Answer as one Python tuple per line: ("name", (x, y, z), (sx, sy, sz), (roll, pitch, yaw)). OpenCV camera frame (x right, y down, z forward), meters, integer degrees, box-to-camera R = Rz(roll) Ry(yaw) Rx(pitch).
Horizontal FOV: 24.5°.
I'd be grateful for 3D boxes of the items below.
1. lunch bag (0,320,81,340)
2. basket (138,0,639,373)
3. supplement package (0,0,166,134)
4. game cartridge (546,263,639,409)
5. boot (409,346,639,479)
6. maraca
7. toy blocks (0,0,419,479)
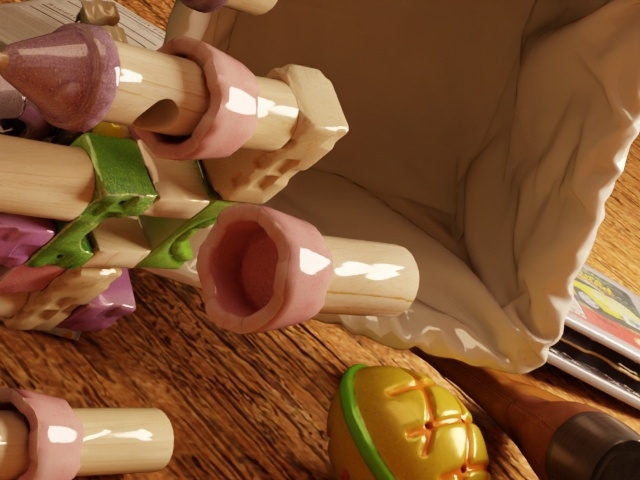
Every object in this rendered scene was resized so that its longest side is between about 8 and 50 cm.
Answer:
("lunch bag", (-0.191, 0.020, 1.044), (0.071, 0.083, 0.053), (15, 24, -25))
("basket", (0.047, -0.124, 1.102), (0.328, 0.331, 0.266), (16, 18, -7))
("supplement package", (-0.218, -0.115, 1.248), (0.134, 0.139, 0.244), (32, 21, 11))
("game cartridge", (0.251, 0.074, 1.432), (0.294, 0.060, 0.196), (27, 16, -18))
("boot", (0.207, 0.185, 1.138), (0.264, 0.096, 0.280), (34, -1, -27))
("maraca", (0.073, 0.163, 1.012), (0.186, 0.099, 0.127), (51, 22, -8))
("toy blocks", (-0.161, -0.038, 0.829), (0.260, 0.288, 0.309), (6, 56, -47))
